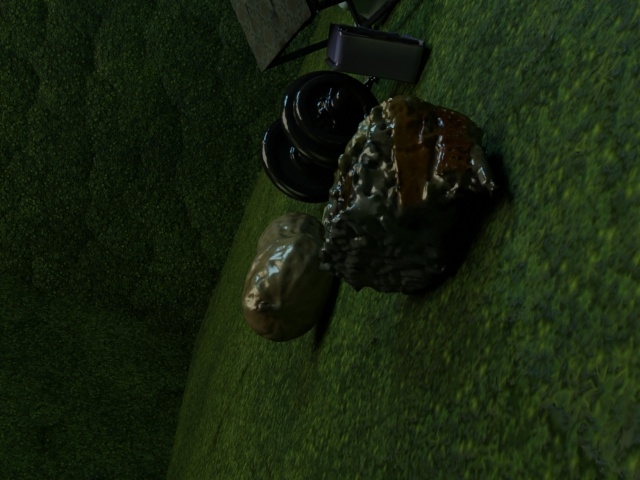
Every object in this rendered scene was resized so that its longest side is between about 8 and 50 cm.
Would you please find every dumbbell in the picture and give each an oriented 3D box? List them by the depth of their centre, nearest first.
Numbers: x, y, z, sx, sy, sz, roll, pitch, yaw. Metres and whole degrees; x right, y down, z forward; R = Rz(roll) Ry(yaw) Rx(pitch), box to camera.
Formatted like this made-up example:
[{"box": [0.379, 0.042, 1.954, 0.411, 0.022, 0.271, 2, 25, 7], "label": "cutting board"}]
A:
[{"box": [-0.001, -0.186, 1.397, 0.290, 0.192, 0.192, 127, 160, -60], "label": "dumbbell"}]

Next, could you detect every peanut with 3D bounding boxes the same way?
[{"box": [-0.042, 0.049, 1.338, 0.159, 0.143, 0.291, -27, 24, 22], "label": "peanut"}]

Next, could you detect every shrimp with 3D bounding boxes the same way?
[{"box": [0.090, -0.301, 1.585, 0.091, 0.025, 0.127, 154, 138, -73], "label": "shrimp"}]

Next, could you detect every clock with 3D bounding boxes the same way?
[{"box": [0.088, -0.320, 1.300, 0.193, 0.144, 0.073, -102, 21, -72], "label": "clock"}]

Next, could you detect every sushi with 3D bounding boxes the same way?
[{"box": [0.083, -0.050, 0.840, 0.274, 0.139, 0.184, 119, 166, -67], "label": "sushi"}]

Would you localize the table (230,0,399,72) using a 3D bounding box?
[{"box": [0.005, -0.506, 1.441, 0.222, 0.272, 0.335, 67, 161, -4], "label": "table"}]

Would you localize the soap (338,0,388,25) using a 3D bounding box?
[{"box": [0.154, -0.637, 1.630, 0.347, 0.115, 0.208, 132, 154, -64], "label": "soap"}]

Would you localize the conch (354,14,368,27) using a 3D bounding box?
[{"box": [0.109, -0.551, 1.808, 0.088, 0.065, 0.180, 69, -146, -44], "label": "conch"}]

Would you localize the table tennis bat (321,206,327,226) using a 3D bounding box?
[{"box": [0.000, 0.000, 1.530, 0.087, 0.013, 0.157, 126, 160, -59], "label": "table tennis bat"}]
